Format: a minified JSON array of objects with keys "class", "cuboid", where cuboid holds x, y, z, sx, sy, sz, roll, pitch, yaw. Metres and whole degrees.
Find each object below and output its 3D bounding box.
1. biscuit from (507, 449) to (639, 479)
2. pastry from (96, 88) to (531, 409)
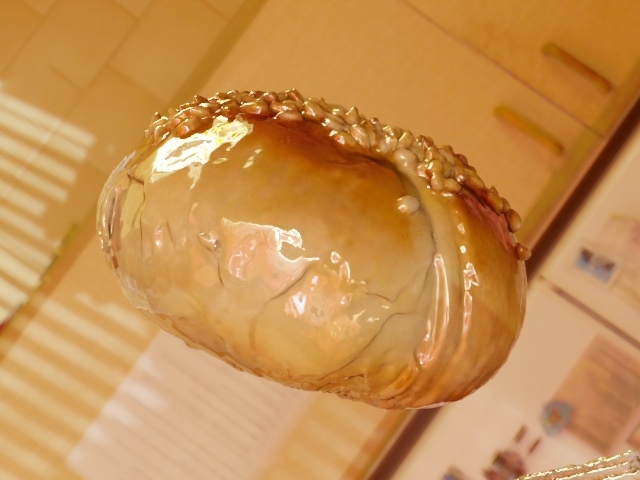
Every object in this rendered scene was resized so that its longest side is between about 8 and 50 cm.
[{"class":"biscuit","cuboid":[0.276,0.301,1.395,0.238,0.062,0.108,-20,135,28]},{"class":"pastry","cuboid":[0.000,0.000,1.131,0.409,0.245,0.409,18,180,0]}]
